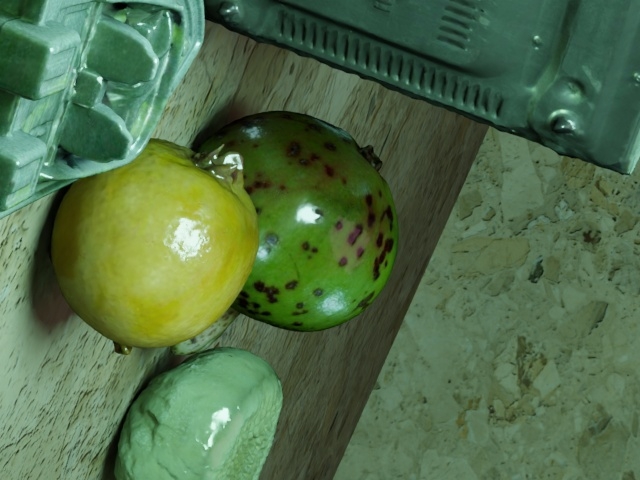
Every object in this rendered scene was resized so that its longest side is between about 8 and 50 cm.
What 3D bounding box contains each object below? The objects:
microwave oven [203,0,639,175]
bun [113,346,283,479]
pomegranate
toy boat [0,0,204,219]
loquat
[{"bbox_3d":[0.091,-0.234,1.109,0.218,0.355,0.286,-57,165,-47],"label":"microwave oven"},{"bbox_3d":[-0.117,0.183,1.555,0.195,0.118,0.195,-56,160,-34],"label":"bun"},{"bbox_3d":[-0.048,0.004,1.419,0.248,0.202,0.202,-42,173,9],"label":"pomegranate"},{"bbox_3d":[-0.129,-0.101,0.989,0.319,0.092,0.141,-42,154,-69],"label":"toy boat"},{"bbox_3d":[-0.112,0.000,1.155,0.163,0.137,0.163,-42,150,-31],"label":"loquat"}]
